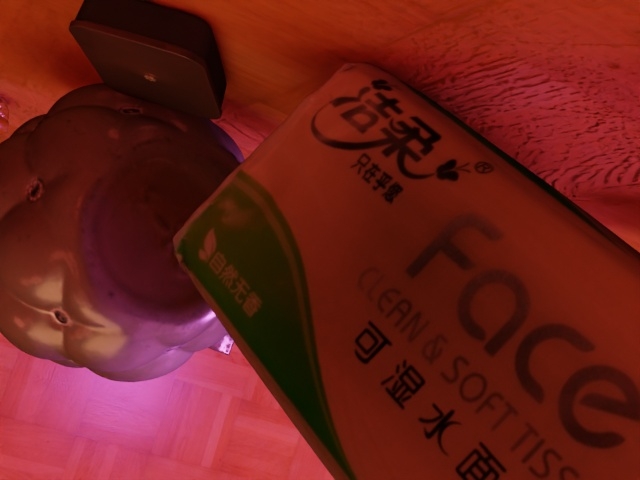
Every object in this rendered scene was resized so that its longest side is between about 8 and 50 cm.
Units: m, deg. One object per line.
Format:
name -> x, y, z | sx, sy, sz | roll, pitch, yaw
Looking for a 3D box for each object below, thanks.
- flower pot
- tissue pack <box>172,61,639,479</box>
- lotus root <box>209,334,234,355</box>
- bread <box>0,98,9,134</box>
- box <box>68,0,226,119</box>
flower pot -> -0.162, -0.006, 0.741 | 0.246, 0.246, 0.195 | 23, 168, -30
tissue pack -> 0.152, 0.110, 0.547 | 0.405, 0.205, 0.331 | 48, -171, 37
lotus root -> -0.243, 0.007, 1.223 | 0.260, 0.149, 0.267 | 28, -177, -33
bread -> -0.354, -0.131, 0.913 | 0.083, 0.046, 0.081 | 11, 171, 21
box -> -0.110, -0.122, 0.604 | 0.090, 0.031, 0.126 | 16, 170, 4
